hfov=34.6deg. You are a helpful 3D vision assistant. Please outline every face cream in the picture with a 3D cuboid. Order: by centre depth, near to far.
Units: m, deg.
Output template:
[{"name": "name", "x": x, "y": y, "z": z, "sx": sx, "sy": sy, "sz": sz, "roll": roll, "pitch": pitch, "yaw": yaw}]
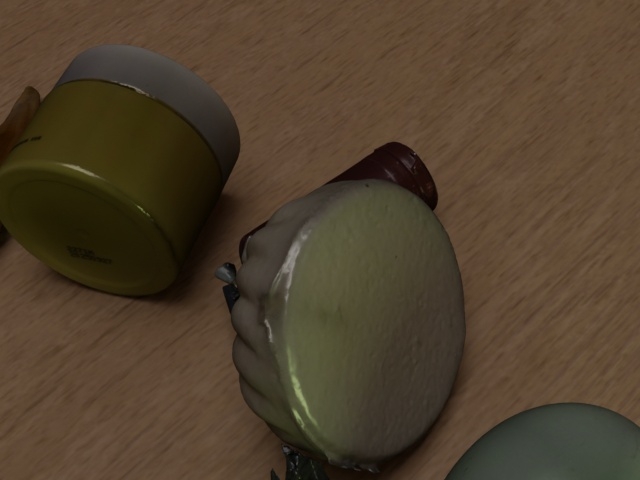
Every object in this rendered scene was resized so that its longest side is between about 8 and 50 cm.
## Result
[{"name": "face cream", "x": -0.219, "y": -0.073, "z": 1.119, "sx": 0.218, "sy": 0.218, "sz": 0.179, "roll": 11, "pitch": 54, "yaw": 17}]

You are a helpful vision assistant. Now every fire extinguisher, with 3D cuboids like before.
[{"name": "fire extinguisher", "x": 0.000, "y": 0.000, "z": 1.105, "sx": 0.269, "sy": 0.105, "sz": 0.105, "roll": -33, "pitch": 53, "yaw": -19}]

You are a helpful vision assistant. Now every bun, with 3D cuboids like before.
[{"name": "bun", "x": -0.002, "y": 0.074, "z": 0.972, "sx": 0.175, "sy": 0.263, "sz": 0.263, "roll": 1, "pitch": 45, "yaw": 44}]

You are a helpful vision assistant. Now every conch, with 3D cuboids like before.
[{"name": "conch", "x": -0.396, "y": -0.095, "z": 1.247, "sx": 0.109, "sy": 0.093, "sz": 0.330, "roll": -5, "pitch": 49, "yaw": 13}]

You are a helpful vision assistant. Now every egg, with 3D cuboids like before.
[{"name": "egg", "x": 0.172, "y": 0.246, "z": 0.817, "sx": 0.183, "sy": 0.183, "sz": 0.264, "roll": 32, "pitch": 68, "yaw": 30}]

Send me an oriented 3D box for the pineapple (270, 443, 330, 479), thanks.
[{"name": "pineapple", "x": -0.061, "y": 0.264, "z": 0.865, "sx": 0.108, "sy": 0.108, "sz": 0.198, "roll": 37, "pitch": 83, "yaw": 32}]
